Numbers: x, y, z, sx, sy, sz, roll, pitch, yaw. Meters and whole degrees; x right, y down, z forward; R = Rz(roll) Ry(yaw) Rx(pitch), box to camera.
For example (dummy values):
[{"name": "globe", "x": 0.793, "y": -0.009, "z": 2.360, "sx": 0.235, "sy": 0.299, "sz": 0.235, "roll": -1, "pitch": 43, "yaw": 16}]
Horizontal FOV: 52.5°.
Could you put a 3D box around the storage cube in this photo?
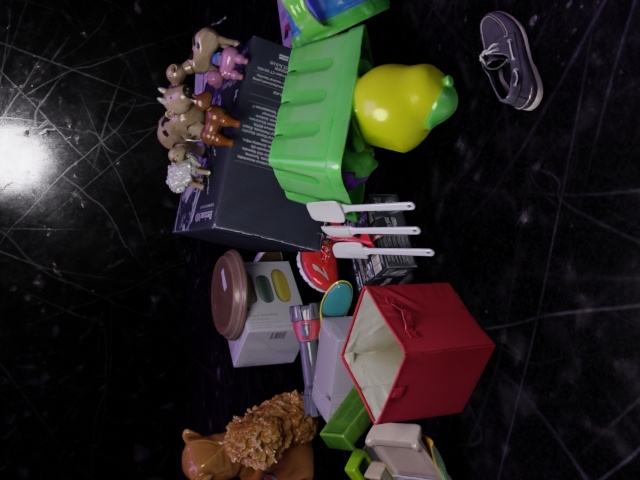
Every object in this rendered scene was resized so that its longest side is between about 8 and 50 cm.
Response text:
[{"name": "storage cube", "x": 0.176, "y": 0.206, "z": 1.219, "sx": 0.183, "sy": 0.193, "sz": 0.215, "roll": -120, "pitch": 38, "yaw": -48}]

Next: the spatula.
[{"name": "spatula", "x": 0.099, "y": -0.021, "z": 1.311, "sx": 0.242, "sy": 0.019, "sz": 0.168, "roll": 0, "pitch": 131, "yaw": 35}]

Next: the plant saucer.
[{"name": "plant saucer", "x": -0.281, "y": 0.164, "z": 1.961, "sx": 0.278, "sy": 0.041, "sz": 0.277, "roll": -177, "pitch": 90, "yaw": -65}]

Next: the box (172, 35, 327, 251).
[{"name": "box", "x": -0.168, "y": -0.221, "z": 1.752, "sx": 0.480, "sy": 0.297, "sz": 0.471, "roll": -4, "pitch": 76, "yaw": 66}]

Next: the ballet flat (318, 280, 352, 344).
[{"name": "ballet flat", "x": 0.032, "y": 0.188, "z": 1.707, "sx": 0.077, "sy": 0.077, "sz": 0.231, "roll": -100, "pitch": 17, "yaw": -60}]

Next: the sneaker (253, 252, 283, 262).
[{"name": "sneaker", "x": -0.205, "y": 0.101, "z": 2.194, "sx": 0.290, "sy": 0.106, "sz": 0.123, "roll": 109, "pitch": 147, "yaw": -41}]

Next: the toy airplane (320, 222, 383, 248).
[{"name": "toy airplane", "x": 0.067, "y": -0.004, "z": 1.398, "sx": 0.028, "sy": 0.151, "sz": 0.151, "roll": -62, "pitch": 9, "yaw": -29}]

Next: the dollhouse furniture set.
[{"name": "dollhouse furniture set", "x": 0.177, "y": 0.422, "z": 1.339, "sx": 0.301, "sy": 0.151, "sz": 0.197, "roll": -16, "pitch": 113, "yaw": 51}]

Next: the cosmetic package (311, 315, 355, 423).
[{"name": "cosmetic package", "x": 0.053, "y": 0.320, "z": 1.621, "sx": 0.127, "sy": 0.107, "sz": 0.238, "roll": -137, "pitch": 47, "yaw": -63}]

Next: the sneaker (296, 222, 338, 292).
[{"name": "sneaker", "x": 0.000, "y": 0.000, "z": 1.730, "sx": 0.118, "sy": 0.107, "sz": 0.279, "roll": -38, "pitch": 57, "yaw": 55}]

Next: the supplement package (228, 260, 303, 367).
[{"name": "supplement package", "x": -0.182, "y": 0.227, "z": 2.030, "sx": 0.198, "sy": 0.199, "sz": 0.262, "roll": 114, "pitch": 146, "yaw": -43}]

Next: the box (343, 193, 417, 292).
[{"name": "box", "x": 0.130, "y": 0.009, "z": 1.458, "sx": 0.147, "sy": 0.078, "sz": 0.180, "roll": 129, "pitch": 134, "yaw": -55}]

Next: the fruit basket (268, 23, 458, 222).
[{"name": "fruit basket", "x": 0.102, "y": -0.248, "z": 1.342, "sx": 0.283, "sy": 0.392, "sz": 0.392, "roll": 65, "pitch": -170, "yaw": -63}]

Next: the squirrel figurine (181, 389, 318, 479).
[{"name": "squirrel figurine", "x": -0.211, "y": 0.590, "z": 1.896, "sx": 0.397, "sy": 0.370, "sz": 0.281, "roll": 115, "pitch": 146, "yaw": -45}]

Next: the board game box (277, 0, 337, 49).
[{"name": "board game box", "x": -0.046, "y": -0.663, "z": 1.852, "sx": 0.242, "sy": 0.064, "sz": 0.316, "roll": 145, "pitch": 121, "yaw": -62}]

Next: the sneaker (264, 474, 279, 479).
[{"name": "sneaker", "x": -0.102, "y": 0.891, "z": 2.008, "sx": 0.321, "sy": 0.125, "sz": 0.180, "roll": 52, "pitch": 154, "yaw": 43}]

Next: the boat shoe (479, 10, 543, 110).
[{"name": "boat shoe", "x": 0.300, "y": -0.304, "z": 1.071, "sx": 0.075, "sy": 0.065, "sz": 0.206, "roll": 124, "pitch": 139, "yaw": -53}]

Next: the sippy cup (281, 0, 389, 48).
[{"name": "sippy cup", "x": 0.005, "y": -0.571, "z": 1.437, "sx": 0.224, "sy": 0.240, "sz": 0.305, "roll": 64, "pitch": 178, "yaw": -16}]

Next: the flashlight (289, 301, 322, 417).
[{"name": "flashlight", "x": -0.020, "y": 0.326, "z": 1.807, "sx": 0.103, "sy": 0.103, "sz": 0.304, "roll": -16, "pitch": 81, "yaw": 61}]

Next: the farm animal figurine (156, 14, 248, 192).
[{"name": "farm animal figurine", "x": -0.307, "y": -0.324, "z": 1.533, "sx": 0.327, "sy": 0.172, "sz": 0.330, "roll": -51, "pitch": 34, "yaw": 43}]

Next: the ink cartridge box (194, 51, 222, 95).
[{"name": "ink cartridge box", "x": -0.284, "y": -0.548, "z": 2.203, "sx": 0.307, "sy": 0.223, "sz": 0.129, "roll": -158, "pitch": 70, "yaw": -65}]
